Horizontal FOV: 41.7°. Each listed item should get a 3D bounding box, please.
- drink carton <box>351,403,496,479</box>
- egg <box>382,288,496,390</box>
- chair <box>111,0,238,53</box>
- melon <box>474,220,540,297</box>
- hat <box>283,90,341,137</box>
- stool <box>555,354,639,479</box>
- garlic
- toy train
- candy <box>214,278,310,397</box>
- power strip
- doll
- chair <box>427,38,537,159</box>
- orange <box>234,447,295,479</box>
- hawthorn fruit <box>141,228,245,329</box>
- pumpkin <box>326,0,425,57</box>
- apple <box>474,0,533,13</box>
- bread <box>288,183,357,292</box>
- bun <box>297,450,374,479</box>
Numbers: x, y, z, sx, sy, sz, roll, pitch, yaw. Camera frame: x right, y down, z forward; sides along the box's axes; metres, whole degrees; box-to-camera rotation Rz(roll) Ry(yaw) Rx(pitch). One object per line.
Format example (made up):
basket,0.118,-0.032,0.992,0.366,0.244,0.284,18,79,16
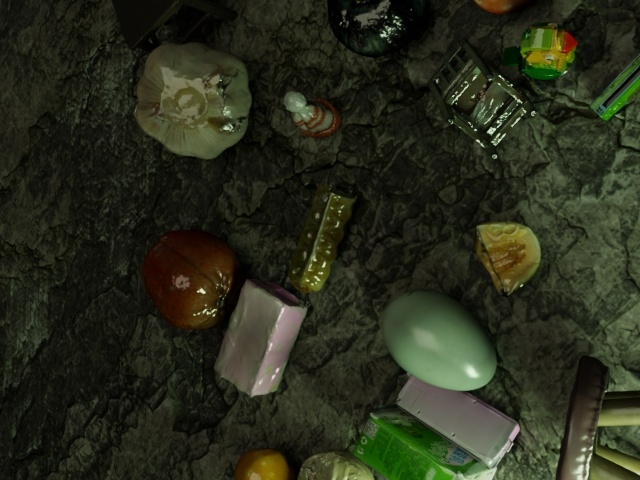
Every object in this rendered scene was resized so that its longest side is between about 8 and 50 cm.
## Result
drink carton,0.213,0.460,1.771,0.271,0.161,0.108,27,103,34
egg,0.247,0.209,1.751,0.264,0.182,0.183,34,106,27
chair,-0.455,-0.632,2.173,0.240,0.416,0.203,-33,68,29
melon,0.393,0.033,1.730,0.128,0.079,0.160,-25,71,13
hat,-0.033,-0.306,2.004,0.112,0.162,0.094,-4,82,32
stool,0.531,0.353,1.502,0.178,0.272,0.272,8,92,21
garlic,-0.326,-0.361,2.172,0.321,0.241,0.322,-4,79,19
toy train,0.611,-0.319,1.609,0.209,0.044,0.042,-49,61,23
candy,-0.148,0.239,2.080,0.155,0.115,0.265,28,105,31
power strip,0.286,0.369,1.778,0.278,0.037,0.109,29,78,34
doll,0.438,-0.379,1.665,0.134,0.186,0.106,8,91,7
chair,0.336,-0.301,1.771,0.136,0.147,0.270,-50,18,20
orange,-0.130,0.574,2.029,0.136,0.159,0.159,-33,61,-15
hawthorn fruit,-0.328,0.100,2.144,0.261,0.258,0.258,21,100,7
pumpkin,0.126,-0.527,1.902,0.233,0.163,0.233,-6,76,26
apple,0.387,-0.549,1.736,0.163,0.139,0.164,10,105,38
bread,-0.001,0.000,2.005,0.087,0.098,0.270,-124,53,-74
bun,0.031,0.593,1.922,0.237,0.116,0.210,41,110,29
